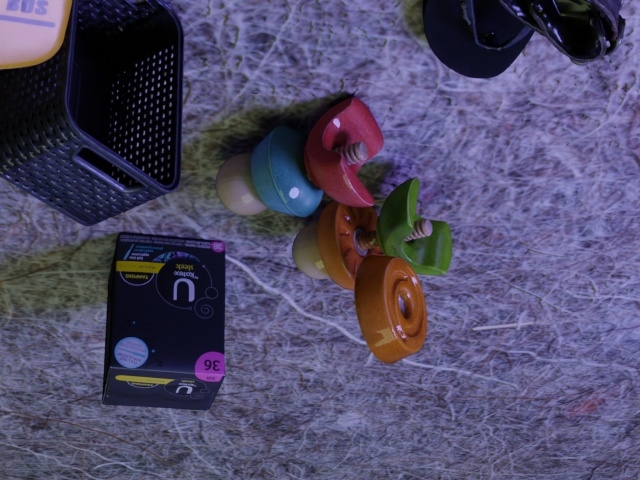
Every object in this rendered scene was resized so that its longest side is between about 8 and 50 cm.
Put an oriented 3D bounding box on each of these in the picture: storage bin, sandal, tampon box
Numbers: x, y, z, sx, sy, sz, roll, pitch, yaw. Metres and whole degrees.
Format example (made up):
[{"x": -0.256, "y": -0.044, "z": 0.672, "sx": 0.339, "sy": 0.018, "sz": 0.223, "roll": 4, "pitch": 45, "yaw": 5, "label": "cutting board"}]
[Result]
[{"x": -0.173, "y": -0.117, "z": 0.832, "sx": 0.084, "sy": 0.180, "sz": 0.122, "roll": -19, "pitch": 146, "yaw": 27, "label": "storage bin"}, {"x": 0.137, "y": -0.204, "z": 0.836, "sx": 0.097, "sy": 0.054, "sz": 0.254, "roll": 1, "pitch": 149, "yaw": -7, "label": "sandal"}, {"x": -0.170, "y": 0.089, "z": 1.201, "sx": 0.120, "sy": 0.161, "sz": 0.101, "roll": 5, "pitch": 149, "yaw": -14, "label": "tampon box"}]

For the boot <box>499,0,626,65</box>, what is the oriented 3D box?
[{"x": 0.150, "y": -0.208, "z": 0.631, "sx": 0.091, "sy": 0.229, "sz": 0.263, "roll": -7, "pitch": 164, "yaw": 39, "label": "boot"}]

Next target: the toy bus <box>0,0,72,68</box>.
[{"x": -0.321, "y": -0.176, "z": 0.670, "sx": 0.332, "sy": 0.108, "sz": 0.130, "roll": 0, "pitch": 117, "yaw": -40, "label": "toy bus"}]

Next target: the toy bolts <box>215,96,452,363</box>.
[{"x": 0.000, "y": 0.000, "z": 1.053, "sx": 0.158, "sy": 0.218, "sz": 0.228, "roll": -13, "pitch": 130, "yaw": 28, "label": "toy bolts"}]
